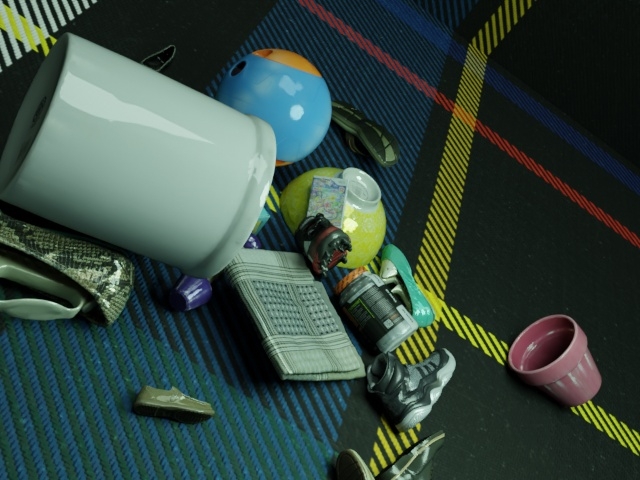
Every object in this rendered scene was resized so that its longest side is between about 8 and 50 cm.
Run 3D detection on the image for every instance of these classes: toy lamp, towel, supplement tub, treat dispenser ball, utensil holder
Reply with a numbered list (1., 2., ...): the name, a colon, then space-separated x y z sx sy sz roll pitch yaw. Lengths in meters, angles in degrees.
1. toy lamp: -0.217 0.065 1.670 0.080 0.080 0.275 44 36 4
2. towel: -0.047 0.150 1.679 0.324 0.056 0.312 14 41 -57
3. supplement tub: 0.123 0.158 1.838 0.190 0.117 0.117 52 38 13
4. treat dispenser ball: -0.116 -0.326 1.985 0.288 0.288 0.288 24 40 -21
5. utensil holder: -0.326 -0.146 1.425 0.386 0.327 0.327 24 39 -29

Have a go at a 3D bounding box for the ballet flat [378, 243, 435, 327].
1. ballet flat: 0.193 0.110 1.985 0.087 0.083 0.247 -10 56 -30

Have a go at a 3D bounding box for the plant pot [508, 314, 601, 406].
1. plant pot: 0.614 0.320 2.057 0.180 0.201 0.201 47 34 -18

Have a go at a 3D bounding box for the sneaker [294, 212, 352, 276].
1. sneaker: 0.000 0.000 1.793 0.135 0.098 0.276 54 -6 7

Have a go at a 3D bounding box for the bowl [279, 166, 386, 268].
1. bowl: 0.061 -0.089 2.007 0.290 0.156 0.289 23 40 -21

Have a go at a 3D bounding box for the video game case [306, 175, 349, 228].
1. video game case: 0.016 -0.091 1.908 0.087 0.011 0.122 7 76 8

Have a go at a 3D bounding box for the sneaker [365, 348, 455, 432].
1. sneaker: 0.196 0.289 1.778 0.153 0.101 0.268 44 39 0

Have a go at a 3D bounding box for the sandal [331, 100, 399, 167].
1. sandal: 0.119 -0.303 2.348 0.120 0.086 0.303 -11 45 -40

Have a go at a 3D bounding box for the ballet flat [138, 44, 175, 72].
1. ballet flat: -0.422 -0.455 2.047 0.057 0.049 0.173 35 37 -6

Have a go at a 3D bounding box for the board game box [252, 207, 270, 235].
1. board game box: -0.305 -0.143 1.803 0.254 0.079 0.336 -11 60 -45

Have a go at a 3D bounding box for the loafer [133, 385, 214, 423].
1. loafer: -0.256 0.287 1.424 0.148 0.056 0.050 18 48 -28

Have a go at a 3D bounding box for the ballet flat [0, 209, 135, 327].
1. ballet flat: -0.551 0.025 1.367 0.483 0.164 0.182 26 53 -23

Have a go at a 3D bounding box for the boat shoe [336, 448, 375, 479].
1. boat shoe: 0.089 0.487 1.525 0.072 0.068 0.189 8 56 -53

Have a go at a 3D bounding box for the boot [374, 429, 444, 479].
1. boot: 0.212 0.485 1.629 0.198 0.077 0.137 -28 77 -38
